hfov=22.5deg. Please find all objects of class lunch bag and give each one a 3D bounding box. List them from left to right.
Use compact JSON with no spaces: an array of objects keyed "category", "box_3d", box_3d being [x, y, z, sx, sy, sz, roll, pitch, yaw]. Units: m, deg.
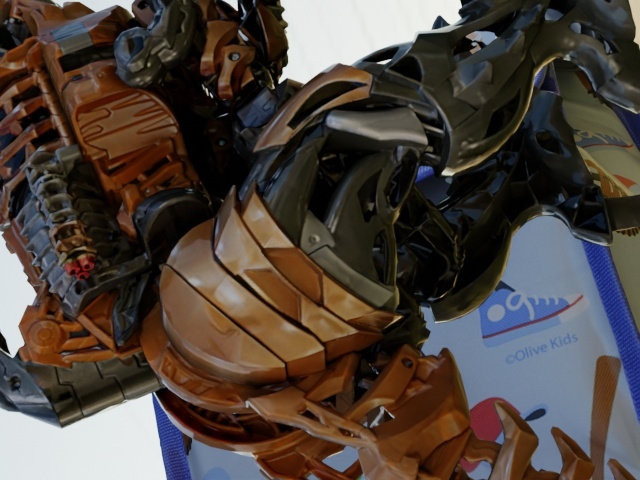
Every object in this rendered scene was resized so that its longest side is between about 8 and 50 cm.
[{"category":"lunch bag","box_3d":[0.066,0.057,0.987,0.239,0.328,0.385,32,-142,-49]}]

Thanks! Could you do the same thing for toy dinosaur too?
[{"category":"toy dinosaur","box_3d":[0.000,0.000,0.512,0.322,0.218,0.164,47,159,1]}]
